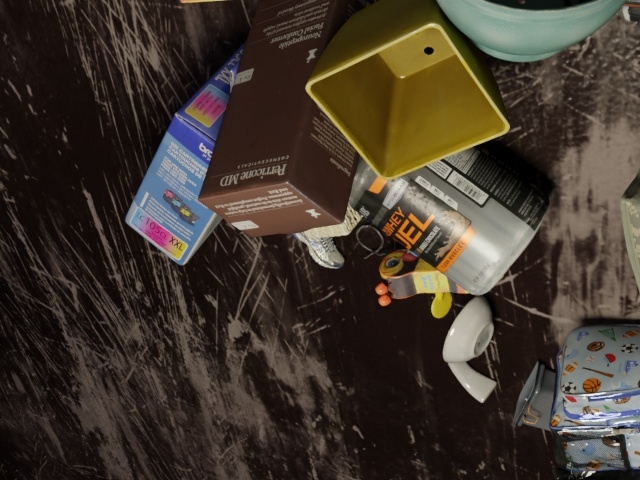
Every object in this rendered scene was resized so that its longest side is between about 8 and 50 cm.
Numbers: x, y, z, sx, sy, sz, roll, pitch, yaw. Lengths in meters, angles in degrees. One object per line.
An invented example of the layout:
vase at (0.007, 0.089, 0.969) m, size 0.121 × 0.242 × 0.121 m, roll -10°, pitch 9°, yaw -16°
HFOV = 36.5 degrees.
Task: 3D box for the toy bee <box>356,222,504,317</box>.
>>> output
toy bee at (0.178, 0.066, 1.759) m, size 0.298 × 0.162 × 0.195 m, roll -16°, pitch 117°, yaw 43°

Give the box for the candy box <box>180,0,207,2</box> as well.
candy box at (-0.020, -0.447, 1.320) m, size 0.268 × 0.317 × 0.122 m, roll 7°, pitch 130°, yaw 32°

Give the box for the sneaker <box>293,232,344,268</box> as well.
sneaker at (0.000, 0.000, 1.911) m, size 0.135 × 0.052 × 0.058 m, roll 43°, pitch 135°, yaw -6°

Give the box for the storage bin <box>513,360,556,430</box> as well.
storage bin at (0.433, 0.311, 1.853) m, size 0.091 × 0.098 × 0.135 m, roll 18°, pitch 136°, yaw 7°

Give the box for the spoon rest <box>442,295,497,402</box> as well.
spoon rest at (0.280, 0.207, 1.850) m, size 0.084 × 0.137 × 0.276 m, roll 26°, pitch 151°, yaw 31°

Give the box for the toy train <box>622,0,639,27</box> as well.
toy train at (0.474, -0.319, 1.266) m, size 0.184 × 0.080 × 0.105 m, roll 12°, pitch 138°, yaw 27°

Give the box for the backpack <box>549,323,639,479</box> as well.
backpack at (0.526, 0.263, 1.634) m, size 0.263 × 0.276 × 0.213 m, roll -1°, pitch 128°, yaw 20°

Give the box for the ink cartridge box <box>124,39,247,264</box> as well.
ink cartridge box at (-0.169, -0.174, 1.707) m, size 0.151 × 0.270 × 0.395 m, roll 37°, pitch 139°, yaw -4°

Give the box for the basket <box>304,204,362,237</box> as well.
basket at (0.000, -0.095, 1.715) m, size 0.113 × 0.103 × 0.167 m, roll -5°, pitch 126°, yaw 38°

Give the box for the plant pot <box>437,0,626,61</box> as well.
plant pot at (0.268, -0.356, 1.255) m, size 0.293 × 0.293 × 0.196 m, roll 26°, pitch 161°, yaw 15°

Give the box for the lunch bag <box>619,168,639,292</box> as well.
lunch bag at (0.587, 0.022, 1.408) m, size 0.235 × 0.169 × 0.287 m, roll 11°, pitch 136°, yaw 37°

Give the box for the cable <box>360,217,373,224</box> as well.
cable at (0.074, -0.101, 1.768) m, size 0.150 × 0.047 × 0.184 m, roll 46°, pitch 137°, yaw -6°

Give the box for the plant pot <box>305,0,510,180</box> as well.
plant pot at (0.132, -0.250, 1.399) m, size 0.212 × 0.187 × 0.212 m, roll -21°, pitch 131°, yaw 30°

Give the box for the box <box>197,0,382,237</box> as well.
box at (-0.035, -0.207, 1.491) m, size 0.191 × 0.381 × 0.143 m, roll -9°, pitch 150°, yaw 40°

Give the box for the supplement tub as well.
supplement tub at (0.183, -0.083, 1.586) m, size 0.338 × 0.207 × 0.207 m, roll 36°, pitch 139°, yaw 4°

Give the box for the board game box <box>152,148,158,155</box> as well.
board game box at (-0.259, -0.143, 1.943) m, size 0.169 × 0.133 × 0.033 m, roll 38°, pitch 97°, yaw -1°
